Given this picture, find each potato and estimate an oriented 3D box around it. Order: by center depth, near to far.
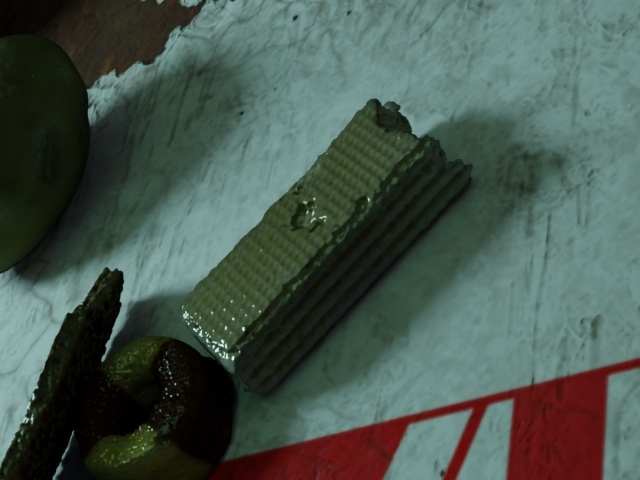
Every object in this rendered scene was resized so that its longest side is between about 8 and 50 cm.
[{"bbox_3d":[-0.295,-0.078,1.550,0.178,0.160,0.235,123,158,-68],"label":"potato"}]

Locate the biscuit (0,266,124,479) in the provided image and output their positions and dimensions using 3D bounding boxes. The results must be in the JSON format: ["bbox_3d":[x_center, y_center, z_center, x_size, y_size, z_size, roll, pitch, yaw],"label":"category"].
[{"bbox_3d":[-0.196,0.111,1.306,0.131,0.026,0.236,106,-177,-60],"label":"biscuit"}]

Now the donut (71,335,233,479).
[{"bbox_3d":[-0.129,0.134,1.262,0.140,0.059,0.140,-23,42,22],"label":"donut"}]

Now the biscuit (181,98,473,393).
[{"bbox_3d":[0.000,0.000,1.261,0.239,0.062,0.108,-46,36,-3],"label":"biscuit"}]
